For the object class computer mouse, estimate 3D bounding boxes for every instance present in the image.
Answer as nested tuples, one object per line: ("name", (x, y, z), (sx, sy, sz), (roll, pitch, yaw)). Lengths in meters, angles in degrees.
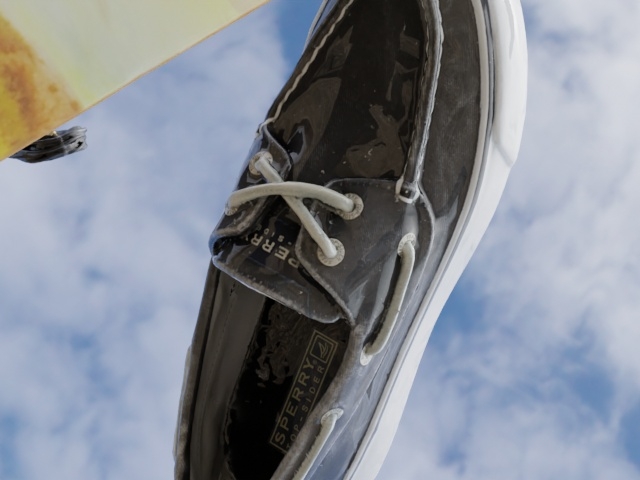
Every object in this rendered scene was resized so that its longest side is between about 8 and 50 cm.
("computer mouse", (-0.239, -0.072, 0.903), (0.242, 0.071, 0.041), (0, -76, 41))

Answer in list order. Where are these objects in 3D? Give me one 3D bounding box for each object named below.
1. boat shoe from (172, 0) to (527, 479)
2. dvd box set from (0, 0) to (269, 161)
("boat shoe", (0.000, 0.000, 0.593), (0.108, 0.102, 0.301), (29, -68, 27))
("dvd box set", (-0.165, -0.161, 0.421), (0.062, 0.420, 0.308), (29, -32, 57))
